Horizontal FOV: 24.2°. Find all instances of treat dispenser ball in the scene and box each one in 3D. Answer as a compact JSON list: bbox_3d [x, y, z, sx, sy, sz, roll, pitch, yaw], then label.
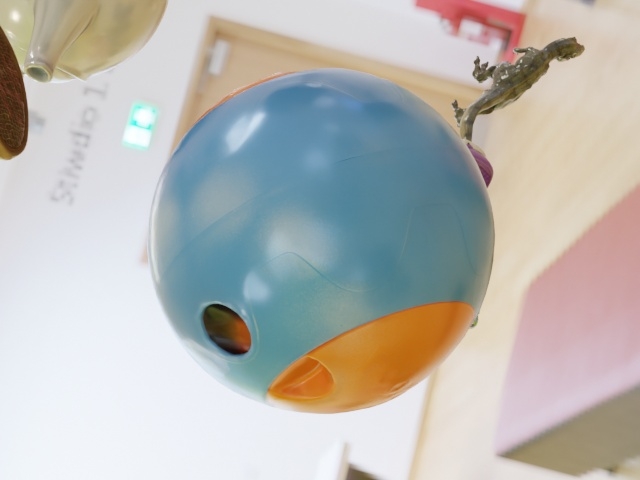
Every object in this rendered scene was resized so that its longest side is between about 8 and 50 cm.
[{"bbox_3d":[0.000,0.000,1.241,0.288,0.288,0.288,-165,90,-88],"label":"treat dispenser ball"}]

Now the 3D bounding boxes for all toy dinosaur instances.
[{"bbox_3d":[0.229,-0.196,1.932,0.268,0.064,0.118,-42,22,-29],"label":"toy dinosaur"}]

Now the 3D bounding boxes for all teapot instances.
[{"bbox_3d":[-0.305,-0.257,1.650,0.187,0.252,0.256,-62,-23,2],"label":"teapot"}]

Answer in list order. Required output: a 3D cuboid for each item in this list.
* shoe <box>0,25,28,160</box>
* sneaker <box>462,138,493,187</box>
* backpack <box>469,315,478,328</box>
[{"bbox_3d":[-0.294,-0.161,1.174,0.219,0.058,0.076,68,-154,-4],"label":"shoe"},{"bbox_3d":[0.101,-0.040,1.578,0.104,0.236,0.095,47,133,33],"label":"sneaker"},{"bbox_3d":[0.089,0.055,1.671,0.117,0.158,0.173,-36,27,-21],"label":"backpack"}]
